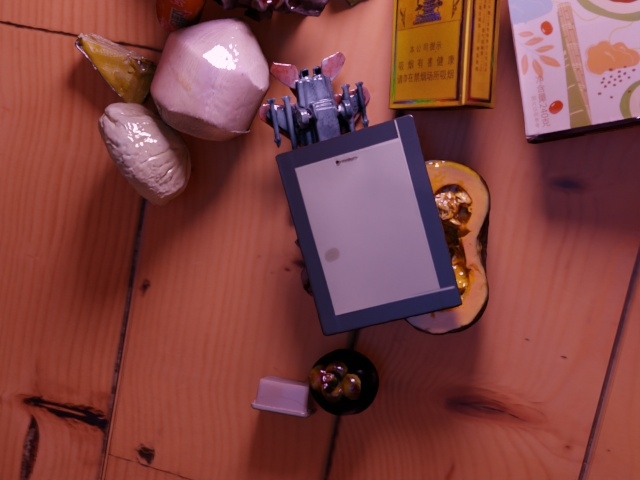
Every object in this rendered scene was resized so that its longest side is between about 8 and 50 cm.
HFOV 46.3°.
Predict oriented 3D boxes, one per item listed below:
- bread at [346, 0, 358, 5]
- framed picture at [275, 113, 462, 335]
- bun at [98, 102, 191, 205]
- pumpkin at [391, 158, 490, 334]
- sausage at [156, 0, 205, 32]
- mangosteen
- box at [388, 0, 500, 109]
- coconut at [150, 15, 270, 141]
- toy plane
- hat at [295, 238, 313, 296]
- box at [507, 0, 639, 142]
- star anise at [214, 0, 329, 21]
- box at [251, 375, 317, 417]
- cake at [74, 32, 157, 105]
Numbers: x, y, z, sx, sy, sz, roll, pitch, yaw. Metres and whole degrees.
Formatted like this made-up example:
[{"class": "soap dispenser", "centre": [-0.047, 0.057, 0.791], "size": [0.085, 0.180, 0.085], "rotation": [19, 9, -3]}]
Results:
[{"class": "bread", "centre": [0.053, -0.532, 1.423], "size": [0.074, 0.084, 0.139], "rotation": [-25, 58, 15]}, {"class": "framed picture", "centre": [0.082, -0.022, 1.326], "size": [0.265, 0.016, 0.347], "rotation": [-16, 90, 17]}, {"class": "bun", "centre": [-0.337, -0.181, 1.460], "size": [0.134, 0.220, 0.220], "rotation": [-34, 87, -3]}, {"class": "pumpkin", "centre": [0.199, 0.010, 1.375], "size": [0.222, 0.139, 0.317], "rotation": [2, 97, 12]}, {"class": "sausage", "centre": [-0.253, -0.450, 1.370], "size": [0.093, 0.312, 0.092], "rotation": [1, 85, -16]}, {"class": "mangosteen", "centre": [0.040, 0.270, 1.434], "size": [0.137, 0.151, 0.137], "rotation": [-4, 77, 19]}, {"class": "box", "centre": [0.217, -0.380, 1.310], "size": [0.193, 0.084, 0.301], "rotation": [11, 101, 53]}, {"class": "coconut", "centre": [-0.200, -0.311, 1.413], "size": [0.224, 0.224, 0.233], "rotation": [20, 101, 11]}, {"class": "toy plane", "centre": [0.010, -0.183, 1.409], "size": [0.223, 0.104, 0.326], "rotation": [-14, 90, -17]}, {"class": "hat", "centre": [0.003, -0.002, 1.452], "size": [0.140, 0.129, 0.227], "rotation": [-18, 72, -15]}, {"class": "box", "centre": [0.495, -0.377, 1.230], "size": [0.345, 0.122, 0.385], "rotation": [-7, 93, 30]}, {"class": "star anise", "centre": [-0.098, -0.457, 1.389], "size": [0.220, 0.214, 0.098], "rotation": [37, 129, 48]}, {"class": "box", "centre": [-0.070, 0.311, 1.501], "size": [0.122, 0.089, 0.062], "rotation": [6, 86, 13]}, {"class": "cake", "centre": [-0.420, -0.346, 1.540], "size": [0.185, 0.079, 0.116], "rotation": [17, 112, 2]}]
